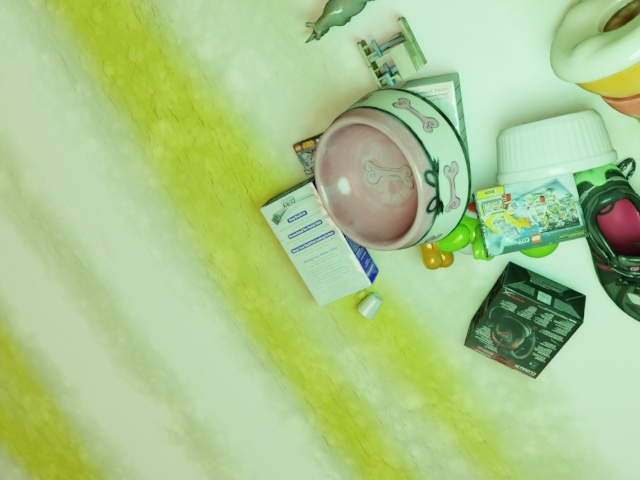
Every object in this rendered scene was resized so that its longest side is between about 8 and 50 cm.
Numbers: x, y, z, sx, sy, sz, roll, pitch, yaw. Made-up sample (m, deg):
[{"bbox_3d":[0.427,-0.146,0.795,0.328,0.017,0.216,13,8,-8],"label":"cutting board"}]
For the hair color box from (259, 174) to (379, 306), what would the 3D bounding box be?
[{"bbox_3d":[0.000,0.000,1.854,0.185,0.110,0.339,-25,104,26],"label":"hair color box"}]

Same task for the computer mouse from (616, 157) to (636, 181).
[{"bbox_3d":[0.678,-0.121,1.635,0.242,0.041,0.071,-40,105,20],"label":"computer mouse"}]

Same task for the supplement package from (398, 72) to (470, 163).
[{"bbox_3d":[0.288,-0.278,1.632,0.139,0.134,0.244,-4,111,19],"label":"supplement package"}]

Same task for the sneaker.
[{"bbox_3d":[0.745,0.045,1.569,0.185,0.202,0.483,-33,107,19],"label":"sneaker"}]

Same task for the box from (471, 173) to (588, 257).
[{"bbox_3d":[0.490,-0.061,1.542,0.233,0.044,0.159,-12,85,5],"label":"box"}]

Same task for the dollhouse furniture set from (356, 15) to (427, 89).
[{"bbox_3d":[0.161,-0.444,1.575,0.129,0.184,0.129,-24,103,24],"label":"dollhouse furniture set"}]

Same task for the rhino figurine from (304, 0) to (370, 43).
[{"bbox_3d":[0.048,-0.564,1.604,0.243,0.106,0.073,-34,98,26],"label":"rhino figurine"}]

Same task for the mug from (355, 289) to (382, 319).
[{"bbox_3d":[0.142,0.183,1.913,0.078,0.062,0.064,35,110,-6],"label":"mug"}]

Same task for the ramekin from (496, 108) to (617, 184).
[{"bbox_3d":[0.534,-0.218,1.517,0.272,0.273,0.127,-11,95,21],"label":"ramekin"}]

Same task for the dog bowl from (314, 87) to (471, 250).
[{"bbox_3d":[0.153,-0.153,1.594,0.408,0.150,0.408,25,128,37],"label":"dog bowl"}]

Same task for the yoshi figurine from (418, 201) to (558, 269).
[{"bbox_3d":[0.449,-0.001,1.670,0.362,0.204,0.203,-23,129,27],"label":"yoshi figurine"}]

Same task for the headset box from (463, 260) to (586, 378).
[{"bbox_3d":[0.532,0.225,1.747,0.218,0.110,0.293,24,134,7],"label":"headset box"}]

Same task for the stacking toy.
[{"bbox_3d":[0.766,-0.347,1.412,0.480,0.351,0.350,39,119,-23],"label":"stacking toy"}]

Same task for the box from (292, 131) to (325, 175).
[{"bbox_3d":[0.003,-0.244,1.795,0.137,0.027,0.094,-17,107,23],"label":"box"}]
